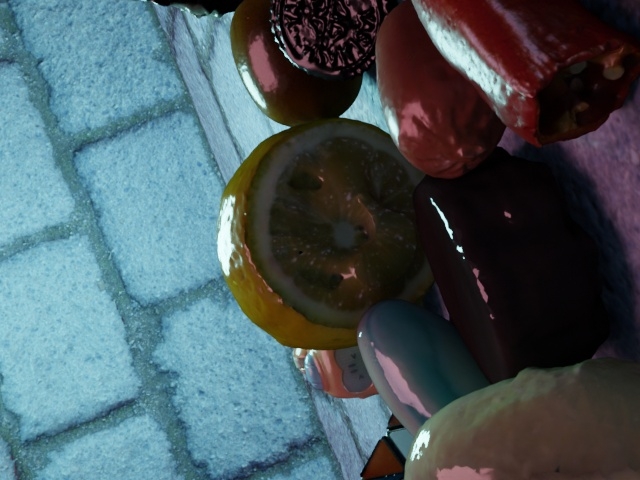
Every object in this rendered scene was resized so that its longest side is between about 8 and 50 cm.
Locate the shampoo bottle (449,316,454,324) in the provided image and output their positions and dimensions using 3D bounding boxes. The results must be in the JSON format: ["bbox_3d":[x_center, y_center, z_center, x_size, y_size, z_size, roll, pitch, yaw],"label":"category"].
[{"bbox_3d":[0.232,0.162,1.268,0.080,0.079,0.246,-126,19,-44],"label":"shampoo bottle"}]

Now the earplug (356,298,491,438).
[{"bbox_3d":[0.170,0.207,1.142,0.324,0.185,0.185,45,162,10],"label":"earplug"}]

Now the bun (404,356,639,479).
[{"bbox_3d":[0.262,0.242,0.869,0.361,0.361,0.213,82,-155,-45],"label":"bun"}]

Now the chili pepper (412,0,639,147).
[{"bbox_3d":[0.152,-0.239,0.845,0.338,0.135,0.131,60,178,28],"label":"chili pepper"}]

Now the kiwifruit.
[{"bbox_3d":[-0.033,-0.286,1.386,0.233,0.196,0.196,64,167,-3],"label":"kiwifruit"}]

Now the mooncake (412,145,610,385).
[{"bbox_3d":[0.214,0.034,1.011,0.283,0.141,0.283,160,90,-86],"label":"mooncake"}]

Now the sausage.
[{"bbox_3d":[0.129,-0.175,0.963,0.148,0.148,0.254,85,177,-51],"label":"sausage"}]

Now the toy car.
[{"bbox_3d":[0.058,0.214,1.759,0.270,0.213,0.180,-159,50,-73],"label":"toy car"}]

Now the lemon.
[{"bbox_3d":[0.000,0.000,1.369,0.364,0.364,0.364,159,90,-77],"label":"lemon"}]

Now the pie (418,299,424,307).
[{"bbox_3d":[0.115,0.079,1.555,0.201,0.090,0.248,93,159,-54],"label":"pie"}]

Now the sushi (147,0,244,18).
[{"bbox_3d":[-0.237,-0.567,1.565,0.329,0.328,0.285,24,118,13],"label":"sushi"}]

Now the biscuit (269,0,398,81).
[{"bbox_3d":[0.016,-0.313,1.226,0.053,0.195,0.194,-41,-63,-57],"label":"biscuit"}]

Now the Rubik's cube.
[{"bbox_3d":[0.265,0.344,1.451,0.250,0.284,0.234,47,152,-22],"label":"Rubik's cube"}]
